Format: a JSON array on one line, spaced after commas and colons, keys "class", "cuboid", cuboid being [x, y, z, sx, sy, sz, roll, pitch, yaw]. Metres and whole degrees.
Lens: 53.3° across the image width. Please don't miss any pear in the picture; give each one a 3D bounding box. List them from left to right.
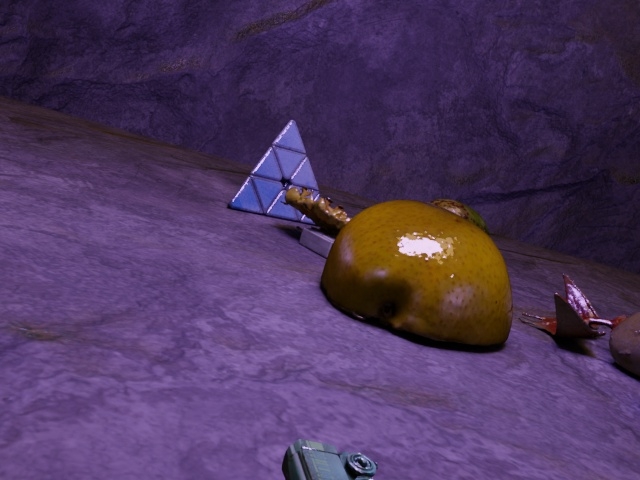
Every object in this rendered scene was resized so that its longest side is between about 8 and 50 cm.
[{"class": "pear", "cuboid": [0.188, 0.035, 1.120, 0.340, 0.191, 0.386, 20, 11, 17]}]

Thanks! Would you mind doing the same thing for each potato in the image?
[{"class": "potato", "cuboid": [0.645, 0.191, 1.145, 0.235, 0.160, 0.178, -1, -14, 17]}]

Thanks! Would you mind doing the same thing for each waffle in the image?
[{"class": "waffle", "cuboid": [0.035, -0.045, 1.487, 0.280, 0.060, 0.262, 32, -7, 10]}]

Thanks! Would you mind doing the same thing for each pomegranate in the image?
[{"class": "pomegranate", "cuboid": [0.250, 0.013, 1.419, 0.248, 0.214, 0.214, -15, -1, 20]}]

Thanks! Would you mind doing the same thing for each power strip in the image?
[{"class": "power strip", "cuboid": [0.000, 0.000, 1.430, 0.075, 0.042, 0.175, 6, 15, -42]}]

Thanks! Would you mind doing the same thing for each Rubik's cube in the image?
[{"class": "Rubik's cube", "cuboid": [-0.127, -0.146, 1.755, 0.233, 0.229, 0.228, 67, 6, -55]}]

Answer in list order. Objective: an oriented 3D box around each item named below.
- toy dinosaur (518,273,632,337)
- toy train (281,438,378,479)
[{"class": "toy dinosaur", "cuboid": [0.505, 0.134, 1.289, 0.327, 0.113, 0.206, -1, 0, -40]}, {"class": "toy train", "cuboid": [0.019, 0.190, 0.435, 0.071, 0.038, 0.148, 11, 12, -16]}]
